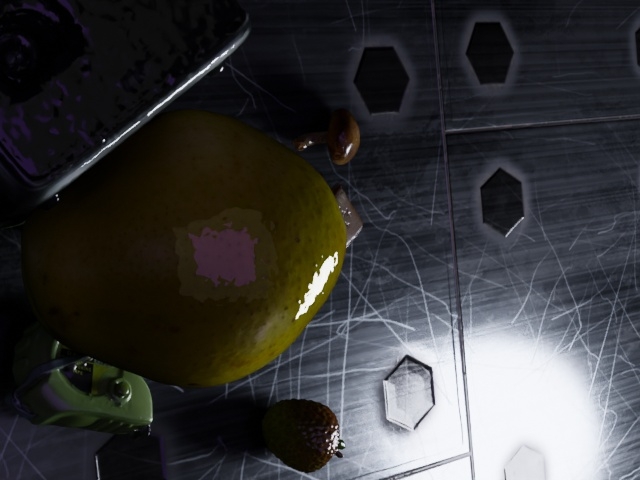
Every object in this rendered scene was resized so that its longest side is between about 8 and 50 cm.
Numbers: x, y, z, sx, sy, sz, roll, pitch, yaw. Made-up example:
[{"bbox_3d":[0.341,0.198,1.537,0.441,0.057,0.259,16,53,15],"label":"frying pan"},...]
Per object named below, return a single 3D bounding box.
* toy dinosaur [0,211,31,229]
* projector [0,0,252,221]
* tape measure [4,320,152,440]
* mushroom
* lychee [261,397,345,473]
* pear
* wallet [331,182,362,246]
[{"bbox_3d":[-0.389,-0.042,1.723,0.120,0.029,0.060,-23,89,-32],"label":"toy dinosaur"},{"bbox_3d":[-0.347,-0.198,1.502,0.395,0.405,0.242,-45,110,-31],"label":"projector"},{"bbox_3d":[-0.331,0.179,1.708,0.200,0.106,0.175,10,64,-36],"label":"tape measure"},{"bbox_3d":[0.018,-0.160,2.026,0.129,0.073,0.088,-22,130,-36],"label":"mushroom"},{"bbox_3d":[-0.023,0.302,1.964,0.146,0.114,0.114,28,71,-18],"label":"lychee"},{"bbox_3d":[-0.175,0.012,1.619,0.418,0.362,0.362,-14,99,-20],"label":"pear"},{"bbox_3d":[0.000,0.000,2.038,0.176,0.026,0.095,-49,121,-28],"label":"wallet"}]
